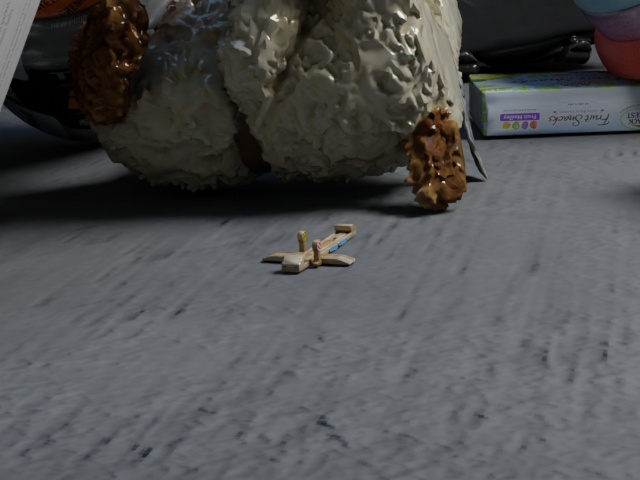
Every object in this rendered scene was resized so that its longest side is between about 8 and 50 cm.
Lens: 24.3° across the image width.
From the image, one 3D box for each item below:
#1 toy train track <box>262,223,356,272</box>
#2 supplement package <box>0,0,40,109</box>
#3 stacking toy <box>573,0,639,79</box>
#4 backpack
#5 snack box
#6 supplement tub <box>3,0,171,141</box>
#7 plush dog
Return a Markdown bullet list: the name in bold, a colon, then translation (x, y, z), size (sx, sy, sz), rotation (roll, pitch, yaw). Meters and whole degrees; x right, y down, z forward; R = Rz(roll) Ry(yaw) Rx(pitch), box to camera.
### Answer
- **toy train track**: translation (0.000, 0.000, 0.776), size (0.048, 0.014, 0.083), rotation (3, 14, 21)
- **supplement package**: translation (-0.275, -0.104, 0.671), size (0.175, 0.177, 0.293), rotation (33, 34, 6)
- **stacking toy**: translation (0.320, -0.272, 1.111), size (0.309, 0.130, 0.279), rotation (-25, 24, 23)
- **backpack**: translation (0.152, -0.295, 1.575), size (0.290, 0.273, 0.355), rotation (-10, 2, -5)
- **snack box**: translation (0.189, -0.107, 1.141), size (0.141, 0.037, 0.100), rotation (-2, 15, 0)
- **supplement tub**: translation (-0.176, -0.190, 1.038), size (0.194, 0.193, 0.316), rotation (-3, -8, -1)
- **plush dog**: translation (-0.033, -0.094, 0.924), size (0.225, 0.210, 0.262), rotation (-14, -18, 15)
